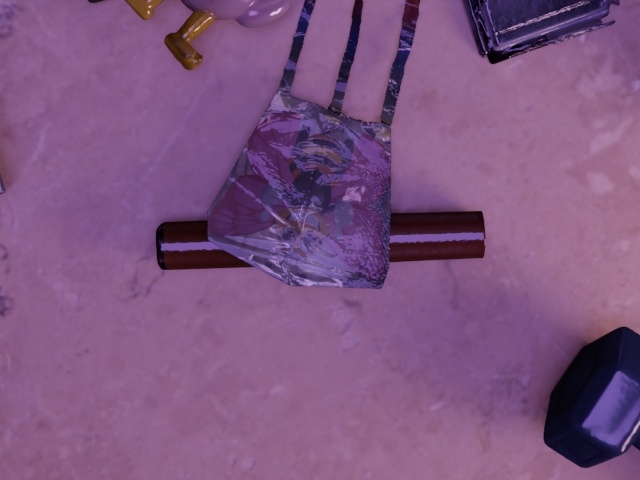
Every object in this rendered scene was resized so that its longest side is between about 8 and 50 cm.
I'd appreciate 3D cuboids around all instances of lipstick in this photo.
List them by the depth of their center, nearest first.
[{"bbox_3d":[0.000,0.000,1.560,0.357,0.057,0.057,-1,97,-2],"label":"lipstick"}]

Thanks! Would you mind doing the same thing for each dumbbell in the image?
[{"bbox_3d":[0.406,0.234,1.555,0.325,0.160,0.144,33,123,-6],"label":"dumbbell"}]

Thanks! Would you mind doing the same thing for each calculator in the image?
[{"bbox_3d":[0.213,-0.343,1.543,0.166,0.028,0.274,-19,99,-3],"label":"calculator"}]

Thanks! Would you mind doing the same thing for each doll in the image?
[{"bbox_3d":[-0.042,-0.342,1.501,0.365,0.094,0.160,-41,99,4],"label":"doll"}]

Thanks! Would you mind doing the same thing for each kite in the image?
[{"bbox_3d":[0.014,-0.124,1.540,0.204,0.022,0.360,17,86,1],"label":"kite"}]

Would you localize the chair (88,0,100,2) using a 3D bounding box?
[{"bbox_3d":[-0.298,-0.360,1.448,0.166,0.272,0.188,19,96,33],"label":"chair"}]

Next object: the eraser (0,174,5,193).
[{"bbox_3d":[-0.448,-0.169,1.509,0.171,0.087,0.290,-15,97,5],"label":"eraser"}]
